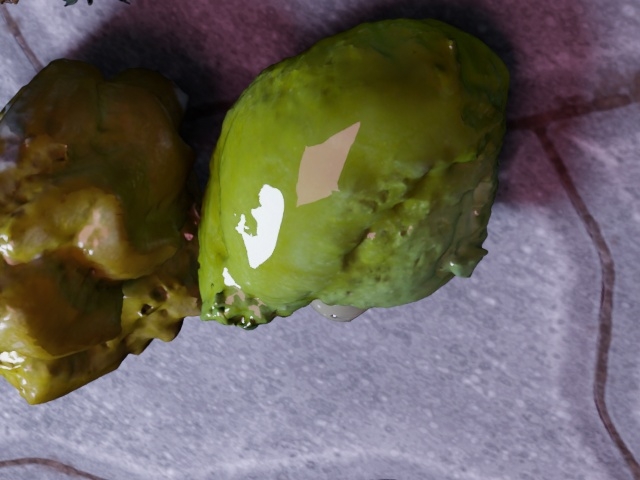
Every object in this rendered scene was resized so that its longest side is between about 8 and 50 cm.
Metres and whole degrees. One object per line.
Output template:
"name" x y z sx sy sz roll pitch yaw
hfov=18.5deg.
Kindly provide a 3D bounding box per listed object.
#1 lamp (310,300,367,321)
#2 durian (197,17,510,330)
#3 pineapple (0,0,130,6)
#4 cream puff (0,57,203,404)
"lamp" 0.000 0.000 1.907 0.163 0.091 0.091 53 136 3
"durian" 0.030 -0.067 1.751 0.256 0.204 0.339 7 129 -6
"pineapple" -0.279 -0.262 1.828 0.221 0.083 0.103 4 130 26
"cream puff" -0.237 0.006 1.881 0.275 0.378 0.378 41 137 -9
